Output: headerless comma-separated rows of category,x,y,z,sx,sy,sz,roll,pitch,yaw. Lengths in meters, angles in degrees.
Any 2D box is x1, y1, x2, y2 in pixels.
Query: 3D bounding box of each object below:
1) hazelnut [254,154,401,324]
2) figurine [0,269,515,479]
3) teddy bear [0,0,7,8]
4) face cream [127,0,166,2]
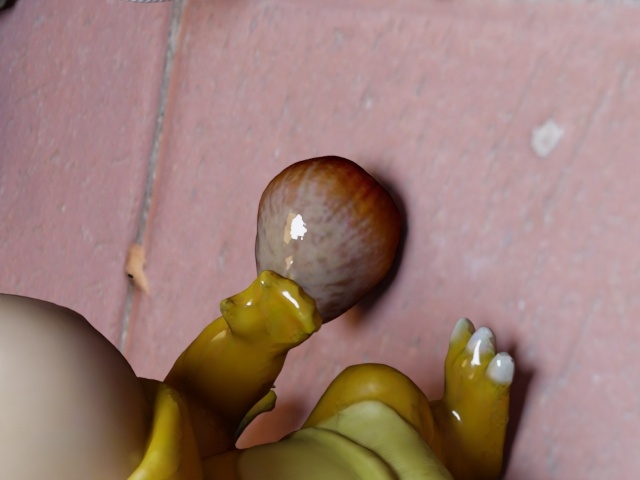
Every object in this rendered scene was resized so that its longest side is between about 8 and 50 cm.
hazelnut,0.000,0.000,0.771,0.086,0.086,0.086,-11,76,52
figurine,-0.056,0.180,0.576,0.401,0.387,0.268,64,147,31
teddy bear,-0.343,-0.177,1.173,0.367,0.224,0.357,-28,41,22
face cream,-0.079,-0.259,0.812,0.187,0.201,0.201,-35,58,45
